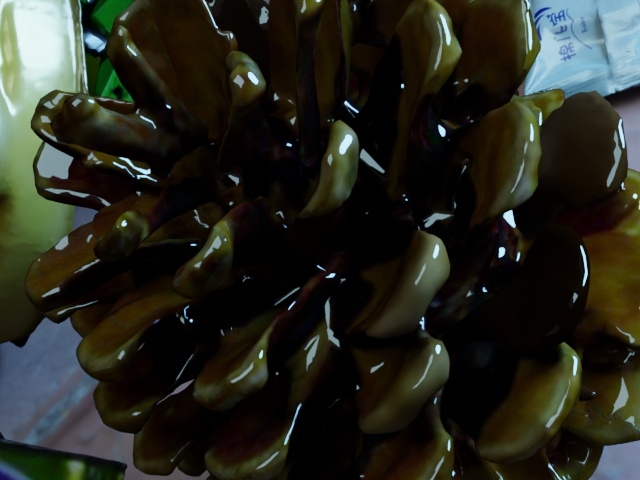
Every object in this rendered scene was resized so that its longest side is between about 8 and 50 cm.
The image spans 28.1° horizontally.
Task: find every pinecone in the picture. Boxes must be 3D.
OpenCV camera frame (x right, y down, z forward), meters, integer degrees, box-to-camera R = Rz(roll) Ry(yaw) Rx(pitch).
[{"bbox_3d":[0.006,-0.006,0.504,0.264,0.264,0.264,-17,52,23],"label":"pinecone"}]

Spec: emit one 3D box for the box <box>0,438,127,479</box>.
[{"bbox_3d":[-0.168,0.240,0.458,0.097,0.134,0.345,152,130,-68],"label":"box"}]

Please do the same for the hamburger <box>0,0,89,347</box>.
[{"bbox_3d":[-0.263,-0.071,0.670,0.276,0.237,0.276,2,92,61],"label":"hamburger"}]

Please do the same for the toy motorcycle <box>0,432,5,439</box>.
[{"bbox_3d":[-0.219,0.217,0.565,0.307,0.173,0.108,-53,18,-15],"label":"toy motorcycle"}]

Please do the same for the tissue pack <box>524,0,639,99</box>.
[{"bbox_3d":[0.156,-0.156,0.661,0.123,0.026,0.193,-16,52,24],"label":"tissue pack"}]

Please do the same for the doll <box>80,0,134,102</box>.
[{"bbox_3d":[-0.121,-0.120,0.760,0.186,0.106,0.134,9,62,54],"label":"doll"}]
